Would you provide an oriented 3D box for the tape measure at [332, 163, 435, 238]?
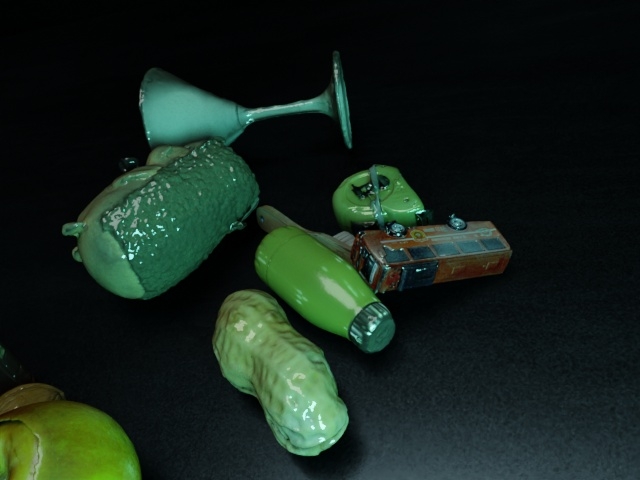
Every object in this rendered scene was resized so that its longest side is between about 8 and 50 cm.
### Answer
[{"bbox_3d":[0.098,-0.069,0.952,0.154,0.087,0.177,-21,40,0],"label":"tape measure"}]

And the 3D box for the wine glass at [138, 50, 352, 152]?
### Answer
[{"bbox_3d":[-0.143,-0.272,1.149,0.406,0.267,0.267,-8,43,6],"label":"wine glass"}]

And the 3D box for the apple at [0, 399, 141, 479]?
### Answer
[{"bbox_3d":[-0.340,0.303,0.634,0.237,0.207,0.237,-8,42,7],"label":"apple"}]

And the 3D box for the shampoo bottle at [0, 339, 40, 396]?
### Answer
[{"bbox_3d":[-0.537,0.175,0.829,0.067,0.236,0.068,-37,42,-21],"label":"shampoo bottle"}]

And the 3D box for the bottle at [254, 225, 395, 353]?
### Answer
[{"bbox_3d":[0.007,0.075,0.817,0.112,0.112,0.260,-38,47,-19],"label":"bottle"}]

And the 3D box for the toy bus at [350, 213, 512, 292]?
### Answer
[{"bbox_3d":[0.166,0.019,0.794,0.235,0.073,0.096,-7,41,-19],"label":"toy bus"}]

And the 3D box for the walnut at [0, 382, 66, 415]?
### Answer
[{"bbox_3d":[-0.445,0.272,0.798,0.105,0.105,0.124,21,45,36],"label":"walnut"}]

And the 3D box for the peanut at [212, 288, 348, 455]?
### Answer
[{"bbox_3d":[-0.064,0.172,0.734,0.130,0.130,0.290,-36,43,-17],"label":"peanut"}]

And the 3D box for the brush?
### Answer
[{"bbox_3d":[0.000,0.000,0.941,0.065,0.070,0.327,-26,37,-34],"label":"brush"}]

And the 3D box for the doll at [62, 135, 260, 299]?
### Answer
[{"bbox_3d":[-0.282,-0.056,0.969,0.349,0.247,0.247,-38,45,-26],"label":"doll"}]
